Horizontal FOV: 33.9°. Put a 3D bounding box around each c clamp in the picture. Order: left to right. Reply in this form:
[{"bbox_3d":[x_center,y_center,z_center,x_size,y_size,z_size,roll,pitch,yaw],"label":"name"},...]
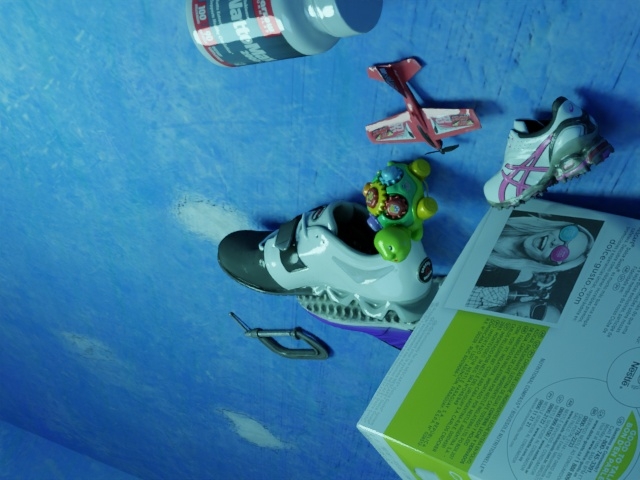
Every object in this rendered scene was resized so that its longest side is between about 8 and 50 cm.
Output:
[{"bbox_3d":[-0.067,0.172,1.818,0.160,0.022,0.137,-1,142,40],"label":"c clamp"}]

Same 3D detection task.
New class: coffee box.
[{"bbox_3d":[0.313,0.201,1.176,0.334,0.338,0.338,16,153,44],"label":"coffee box"}]

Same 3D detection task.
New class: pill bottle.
[{"bbox_3d":[-0.035,-0.233,1.032,0.180,0.108,0.108,-1,142,39],"label":"pill bottle"}]

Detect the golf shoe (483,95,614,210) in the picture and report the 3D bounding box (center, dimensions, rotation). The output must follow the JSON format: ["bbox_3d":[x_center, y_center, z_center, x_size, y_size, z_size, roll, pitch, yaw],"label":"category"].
[{"bbox_3d":[0.229,-0.092,1.118,0.086,0.067,0.186,56,148,0],"label":"golf shoe"}]

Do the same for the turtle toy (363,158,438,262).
[{"bbox_3d":[0.089,-0.035,1.251,0.066,0.130,0.095,3,157,-27],"label":"turtle toy"}]

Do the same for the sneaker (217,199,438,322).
[{"bbox_3d":[0.000,0.000,1.408,0.330,0.122,0.146,9,129,28],"label":"sneaker"}]

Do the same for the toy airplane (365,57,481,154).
[{"bbox_3d":[0.100,-0.146,1.152,0.151,0.028,0.151,18,150,11],"label":"toy airplane"}]

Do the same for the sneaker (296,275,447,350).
[{"bbox_3d":[0.108,0.116,1.504,0.293,0.102,0.146,9,148,27],"label":"sneaker"}]
